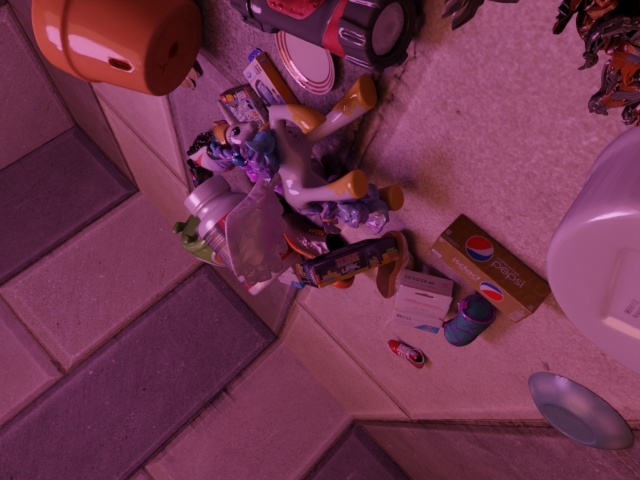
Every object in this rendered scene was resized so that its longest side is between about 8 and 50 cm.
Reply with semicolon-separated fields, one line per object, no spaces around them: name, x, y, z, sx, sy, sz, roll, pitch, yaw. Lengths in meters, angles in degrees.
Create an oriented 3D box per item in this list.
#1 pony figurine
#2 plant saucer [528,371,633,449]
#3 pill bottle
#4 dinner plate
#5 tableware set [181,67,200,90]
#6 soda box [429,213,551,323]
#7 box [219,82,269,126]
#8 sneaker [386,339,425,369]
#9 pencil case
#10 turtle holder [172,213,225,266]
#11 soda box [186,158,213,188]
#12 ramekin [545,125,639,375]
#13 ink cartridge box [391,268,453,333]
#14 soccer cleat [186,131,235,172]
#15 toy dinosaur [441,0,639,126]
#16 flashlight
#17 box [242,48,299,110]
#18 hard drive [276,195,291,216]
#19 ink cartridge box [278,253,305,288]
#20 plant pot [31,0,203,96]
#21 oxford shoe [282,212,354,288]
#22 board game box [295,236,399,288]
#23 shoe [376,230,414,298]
pony figurine;-0.038;-0.107;0.844;0.364;0.303;0.350;5;124;43
plant saucer;0.478;0.335;0.871;0.195;0.037;0.195;41;158;20
pill bottle;-0.221;-0.020;1.264;0.318;0.176;0.176;49;159;-3
dinner plate;-0.023;-0.308;0.756;0.141;0.017;0.141;40;157;21
tableware set;-0.367;-0.443;1.147;0.141;0.020;0.169;42;161;-18
soda box;0.269;0.044;0.735;0.181;0.061;0.058;43;158;14
box;-0.167;-0.300;1.034;0.137;0.027;0.094;16;143;54
sneaker;0.241;0.311;1.282;0.119;0.042;0.067;33;159;17
pencil case;0.286;0.157;0.895;0.070;0.064;0.151;25;153;14
turtle holder;-0.362;-0.031;1.596;0.320;0.243;0.227;3;149;50
soda box;-0.414;-0.229;1.594;0.053;0.060;0.169;44;159;13
ramekin;0.360;0.028;0.428;0.277;0.135;0.277;40;158;20
ink cartridge box;0.207;0.119;0.937;0.105;0.061;0.181;13;150;11
soccer cleat;-0.259;-0.239;1.246;0.116;0.108;0.318;37;165;-31
toy dinosaur;0.219;-0.230;0.307;0.219;0.164;0.321;17;127;29
flashlight;-0.012;-0.319;0.614;0.304;0.103;0.103;40;179;33
box;-0.102;-0.304;0.902;0.136;0.028;0.081;52;159;-15
hard drive;-0.147;-0.061;1.373;0.172;0.054;0.255;56;158;-20
ink cartridge box;-0.111;0.069;1.495;0.104;0.060;0.180;13;142;36
plant pot;-0.375;-0.427;0.918;0.204;0.290;0.291;29;157;2
oxford shoe;0.000;0.000;1.184;0.271;0.097;0.098;41;130;23
board game box;0.049;0.041;0.911;0.141;0.170;0.048;171;80;-74
shoe;0.160;0.047;0.975;0.219;0.058;0.076;90;156;-55
